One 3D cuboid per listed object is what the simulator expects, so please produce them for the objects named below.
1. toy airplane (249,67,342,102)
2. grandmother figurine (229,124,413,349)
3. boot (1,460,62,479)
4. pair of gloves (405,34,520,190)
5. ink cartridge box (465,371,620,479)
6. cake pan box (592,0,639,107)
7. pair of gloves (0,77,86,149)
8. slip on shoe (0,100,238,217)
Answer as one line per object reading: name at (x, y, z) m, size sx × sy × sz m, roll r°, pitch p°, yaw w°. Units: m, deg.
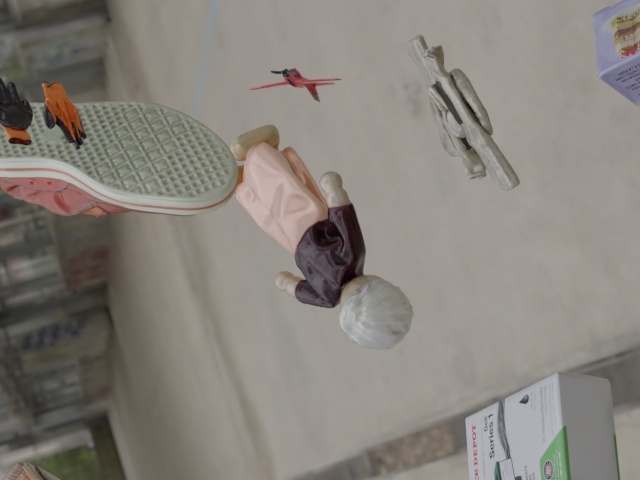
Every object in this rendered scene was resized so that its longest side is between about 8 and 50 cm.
toy airplane at (-0.027, -0.243, 2.188) m, size 0.151 × 0.151 × 0.028 m, roll 135°, pitch 136°, yaw -77°
grandmother figurine at (0.000, 0.000, 1.792) m, size 0.342 × 0.104 × 0.208 m, roll 52°, pitch 150°, yaw 29°
boot at (-0.308, 0.301, 1.409) m, size 0.073 × 0.152 × 0.197 m, roll 35°, pitch 161°, yaw -13°
pair of gloves at (0.167, -0.159, 1.794) m, size 0.204 × 0.042 × 0.240 m, roll 62°, pitch 179°, yaw -13°
ink cartridge box at (0.288, 0.283, 1.867) m, size 0.219 × 0.093 × 0.160 m, roll -39°, pitch 46°, yaw 53°
cake pan box at (0.387, -0.147, 1.088) m, size 0.267 × 0.246 × 0.070 m, roll -24°, pitch 52°, yaw 38°
pair of gloves at (-0.239, -0.106, 1.194) m, size 0.010 × 0.083 × 0.074 m, roll -52°, pitch 53°, yaw 36°
slip on shoe at (-0.220, -0.075, 1.476) m, size 0.331 × 0.123 × 0.101 m, roll 7°, pitch 147°, yaw 31°
